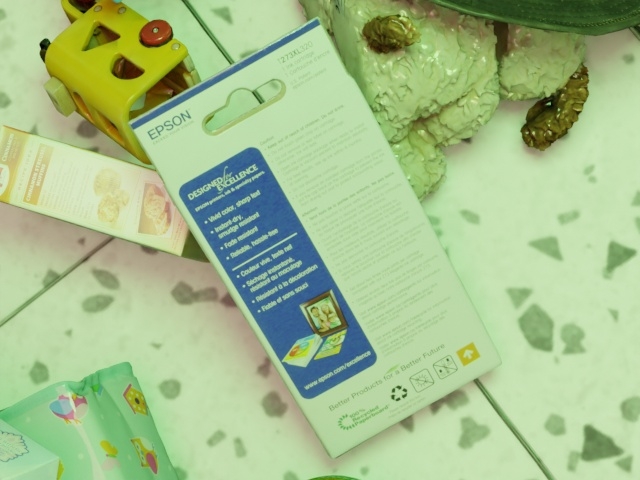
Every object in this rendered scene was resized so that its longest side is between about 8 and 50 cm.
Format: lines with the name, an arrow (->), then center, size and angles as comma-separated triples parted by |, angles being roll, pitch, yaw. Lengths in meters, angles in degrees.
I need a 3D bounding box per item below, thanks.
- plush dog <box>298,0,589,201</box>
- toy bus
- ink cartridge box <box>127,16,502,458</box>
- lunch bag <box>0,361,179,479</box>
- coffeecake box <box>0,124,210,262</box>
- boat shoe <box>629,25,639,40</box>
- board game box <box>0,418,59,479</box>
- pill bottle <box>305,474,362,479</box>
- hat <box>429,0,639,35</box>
plush dog -> 0.125, -0.183, 1.420 | 0.225, 0.210, 0.262 | -15, 84, -18
toy bus -> -0.191, -0.152, 1.432 | 0.104, 0.202, 0.191 | -43, 99, -16
ink cartridge box -> 0.000, 0.000, 1.372 | 0.175, 0.069, 0.371 | -29, 119, 1
lunch bag -> -0.256, 0.258, 1.438 | 0.262, 0.160, 0.223 | -25, 86, 18
coffeecake box -> -0.188, -0.039, 1.452 | 0.185, 0.142, 0.068 | 16, 89, 7
boat shoe -> 0.253, -0.263, 1.455 | 0.228, 0.068, 0.081 | 45, 92, 7
board game box -> -0.366, 0.254, 1.372 | 0.318, 0.066, 0.319 | 27, 118, 31
pill bottle -> 0.007, 0.267, 1.359 | 0.136, 0.245, 0.136 | 0, 86, 6
hat -> 0.154, -0.313, 1.338 | 0.331, 0.134, 0.331 | 7, 49, -8
